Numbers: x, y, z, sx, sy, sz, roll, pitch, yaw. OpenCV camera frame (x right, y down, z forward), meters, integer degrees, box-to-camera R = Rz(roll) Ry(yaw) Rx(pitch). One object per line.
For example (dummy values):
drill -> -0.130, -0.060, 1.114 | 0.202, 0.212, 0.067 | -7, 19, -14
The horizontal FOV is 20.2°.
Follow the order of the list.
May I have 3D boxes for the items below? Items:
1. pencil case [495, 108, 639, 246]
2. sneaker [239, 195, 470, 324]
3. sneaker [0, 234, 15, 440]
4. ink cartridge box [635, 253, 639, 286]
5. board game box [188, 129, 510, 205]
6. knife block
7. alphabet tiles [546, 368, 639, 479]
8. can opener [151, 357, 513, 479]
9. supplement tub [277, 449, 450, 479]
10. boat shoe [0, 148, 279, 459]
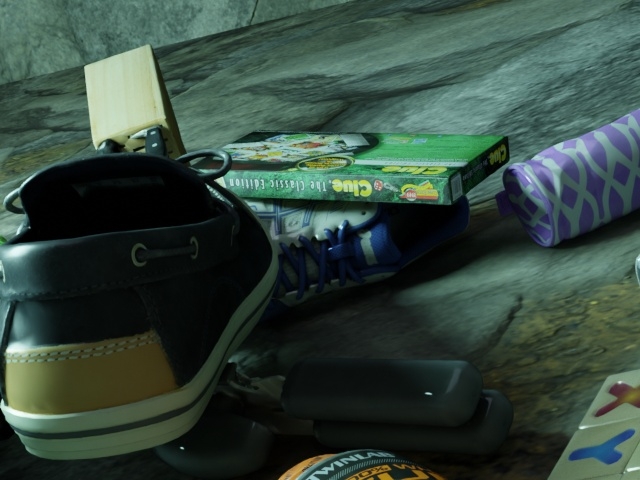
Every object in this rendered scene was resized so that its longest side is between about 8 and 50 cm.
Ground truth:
pencil case -> 0.260, -0.067, 1.561 | 0.206, 0.086, 0.088 | -23, 23, -16
sneaker -> 0.000, 0.000, 1.583 | 0.296, 0.112, 0.131 | -28, 18, -30
sneaker -> -0.344, 0.087, 1.508 | 0.185, 0.202, 0.483 | 1, 2, -10
ink cartridge box -> 0.372, -0.012, 1.303 | 0.232, 0.066, 0.189 | -11, 16, 39
board game box -> 0.023, -0.067, 1.596 | 0.259, 0.030, 0.136 | 3, 18, 28
knife block -> -0.208, -0.118, 2.018 | 0.088, 0.276, 0.242 | -18, -15, -1
alphabet tiles -> 0.271, 0.093, 0.978 | 0.342, 0.011, 0.285 | -18, 21, 40
can opener -> 0.005, 0.127, 1.242 | 0.280, 0.074, 0.093 | -7, 52, 41
supplement tub -> 0.041, 0.174, 0.910 | 0.117, 0.117, 0.190 | -24, 16, -20
boat shoe -> -0.137, 0.004, 1.333 | 0.186, 0.156, 0.500 | -8, 14, 6
